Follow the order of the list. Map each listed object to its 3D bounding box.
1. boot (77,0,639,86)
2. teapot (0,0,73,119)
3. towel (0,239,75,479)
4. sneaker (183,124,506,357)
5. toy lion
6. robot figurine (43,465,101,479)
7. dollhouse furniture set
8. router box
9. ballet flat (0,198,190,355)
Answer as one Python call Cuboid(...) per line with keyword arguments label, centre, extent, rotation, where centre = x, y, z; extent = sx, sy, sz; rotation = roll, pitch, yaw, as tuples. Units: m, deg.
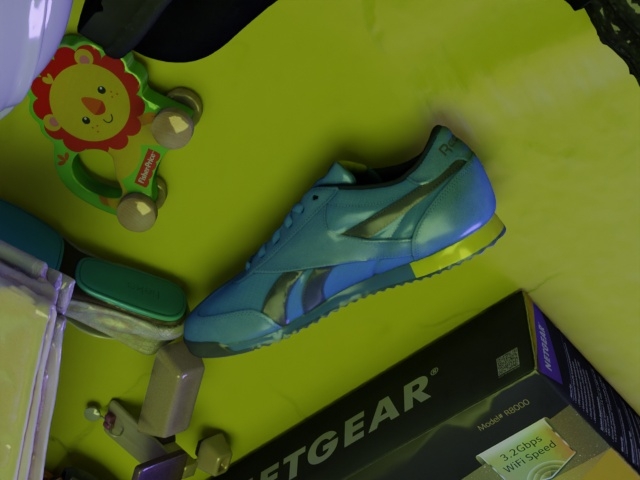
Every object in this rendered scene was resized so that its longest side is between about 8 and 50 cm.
Cuboid(label="boot", centre=(0.080, -0.141, 0.600), extent=(0.348, 0.131, 0.260), rotation=(-38, 116, 24))
Cuboid(label="teapot", centre=(-0.191, -0.132, 0.578), extent=(0.187, 0.256, 0.253), rotation=(-3, 110, -26))
Cuboid(label="towel", centre=(-0.310, 0.078, 0.766), extent=(0.331, 0.053, 0.317), rotation=(25, 125, 9))
Cuboid(label="sneaker", centre=(0.000, 0.000, 0.750), extent=(0.209, 0.069, 0.082), rotation=(-25, 105, 20))
Cuboid(label="toy lion", centre=(-0.122, -0.064, 0.727), extent=(0.096, 0.034, 0.100), rotation=(24, 123, -6))
Cuboid(label="robot figurine", centre=(-0.203, 0.281, 0.938), extent=(0.211, 0.085, 0.291), rotation=(-11, 124, 9))
Cuboid(label="dollhouse furniture set", centre=(-0.103, 0.097, 0.842), extent=(0.081, 0.091, 0.114), rotation=(35, 121, 32))
Cuboid(label="router box", centre=(0.086, 0.205, 0.875), extent=(0.308, 0.081, 0.243), rotation=(-35, 117, 23))
Cuboid(label="ballet flat", centre=(-0.160, 0.027, 0.777), extent=(0.168, 0.057, 0.052), rotation=(27, 132, -16))
